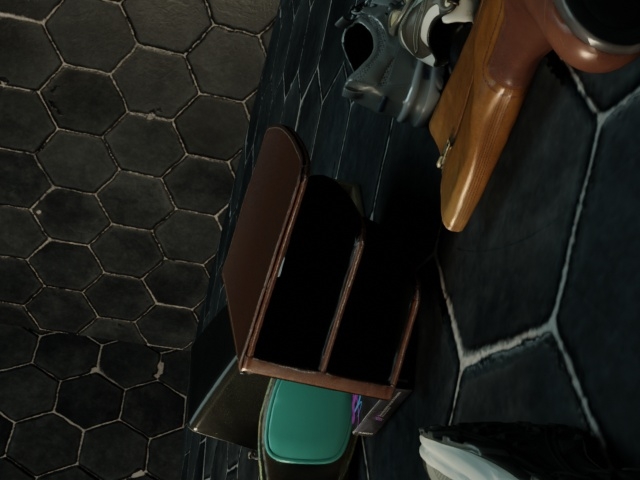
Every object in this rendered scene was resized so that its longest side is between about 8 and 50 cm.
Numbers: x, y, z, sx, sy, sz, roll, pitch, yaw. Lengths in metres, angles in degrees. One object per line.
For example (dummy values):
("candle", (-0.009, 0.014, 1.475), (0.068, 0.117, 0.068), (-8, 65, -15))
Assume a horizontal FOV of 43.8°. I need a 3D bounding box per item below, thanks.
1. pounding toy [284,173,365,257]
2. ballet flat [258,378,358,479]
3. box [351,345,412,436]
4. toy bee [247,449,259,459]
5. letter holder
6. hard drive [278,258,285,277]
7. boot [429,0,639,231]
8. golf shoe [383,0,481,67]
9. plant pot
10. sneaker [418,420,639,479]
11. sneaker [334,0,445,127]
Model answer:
("pounding toy", (-0.022, -0.028, 1.114), (0.130, 0.141, 0.100), (-95, 19, -51))
("ballet flat", (-0.017, 0.276, 0.941), (0.123, 0.123, 0.349), (129, 149, -65))
("box", (0.064, 0.117, 0.875), (0.116, 0.029, 0.162), (116, 161, -50))
("toy bee", (-0.079, 0.402, 1.068), (0.195, 0.298, 0.162), (-11, 97, 41))
("letter holder", (0.000, 0.000, 0.856), (0.302, 0.152, 0.214), (-125, 50, -73))
("hard drive", (-0.053, 0.098, 1.372), (0.353, 0.047, 0.233), (123, 154, -59))
("boot", (0.135, -0.116, 0.593), (0.264, 0.096, 0.280), (-93, 17, -45))
("golf shoe", (0.141, -0.259, 0.775), (0.094, 0.077, 0.198), (61, 141, 32))
("plant pot", (-0.060, 0.160, 1.074), (0.167, 0.188, 0.187), (-62, 18, 21))
("sneaker", (0.121, 0.162, 0.433), (0.271, 0.100, 0.108), (-173, 83, -79))
("sneaker", (0.075, -0.258, 0.922), (0.105, 0.115, 0.281), (114, 161, -48))
